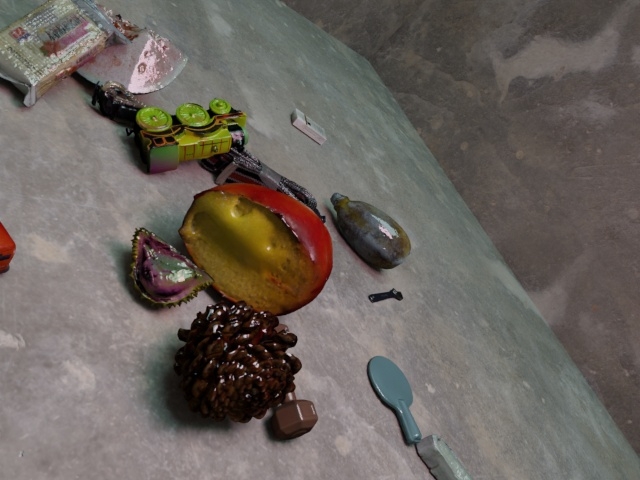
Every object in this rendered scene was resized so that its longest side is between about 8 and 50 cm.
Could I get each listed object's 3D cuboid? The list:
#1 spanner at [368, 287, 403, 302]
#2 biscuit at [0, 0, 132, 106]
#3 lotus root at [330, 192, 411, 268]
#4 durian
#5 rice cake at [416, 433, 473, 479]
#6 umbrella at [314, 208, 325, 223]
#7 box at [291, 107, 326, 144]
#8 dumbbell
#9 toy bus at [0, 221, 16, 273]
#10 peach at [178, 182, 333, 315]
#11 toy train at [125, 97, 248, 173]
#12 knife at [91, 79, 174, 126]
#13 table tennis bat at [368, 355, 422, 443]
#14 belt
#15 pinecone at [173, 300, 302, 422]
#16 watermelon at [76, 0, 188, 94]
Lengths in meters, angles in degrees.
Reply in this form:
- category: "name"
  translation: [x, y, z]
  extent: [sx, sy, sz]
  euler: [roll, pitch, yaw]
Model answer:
- category: "spanner"
  translation: [0.214, 0.180, 1.642]
  extent: [0.208, 0.012, 0.046]
  euler: [0, 55, -55]
- category: "biscuit"
  translation: [-0.583, -0.430, 1.098]
  extent: [0.186, 0.079, 0.309]
  euler: [45, 59, -13]
- category: "lotus root"
  translation: [0.152, -0.037, 1.677]
  extent: [0.322, 0.158, 0.140]
  euler: [41, 28, 0]
- category: "durian"
  translation: [-0.308, 0.072, 0.975]
  extent: [0.187, 0.119, 0.108]
  euler: [35, 67, -2]
- category: "rice cake"
  translation: [0.357, 0.620, 1.237]
  extent: [0.336, 0.066, 0.063]
  euler: [53, 29, 10]
- category: "umbrella"
  translation: [-0.005, -0.004, 1.502]
  extent: [0.071, 0.071, 0.248]
  euler: [29, 32, -32]
- category: "box"
  translation: [-0.047, -0.455, 2.034]
  extent: [0.154, 0.040, 0.084]
  euler: [31, 33, -31]
- category: "dumbbell"
  translation: [-0.078, 0.279, 1.026]
  extent: [0.092, 0.082, 0.231]
  euler: [16, 42, -44]
- category: "toy bus"
  translation: [-0.535, -0.028, 0.762]
  extent: [0.174, 0.077, 0.079]
  euler: [52, 28, 6]
- category: "peach"
  translation: [-0.135, 0.009, 1.088]
  extent: [0.338, 0.281, 0.281]
  euler: [29, 33, -41]
- category: "toy train"
  translation: [-0.312, -0.260, 1.248]
  extent: [0.296, 0.100, 0.160]
  euler: [-18, 62, -30]
- category: "knife"
  translation: [-0.401, -0.305, 1.299]
  extent: [0.365, 0.089, 0.043]
  euler: [14, 31, -50]
- category: "table tennis bat"
  translation: [0.198, 0.405, 1.315]
  extent: [0.153, 0.040, 0.244]
  euler: [21, 35, -40]
- category: "belt"
  translation: [-0.166, -0.165, 1.446]
  extent: [0.359, 0.094, 0.126]
  euler: [31, 32, -30]
- category: "pinecone"
  translation: [-0.152, 0.202, 0.893]
  extent: [0.221, 0.221, 0.221]
  euler: [35, 31, -25]
- category: "watermelon"
  translation: [-0.521, -0.462, 1.283]
  extent: [0.322, 0.188, 0.175]
  euler: [27, -4, -16]
